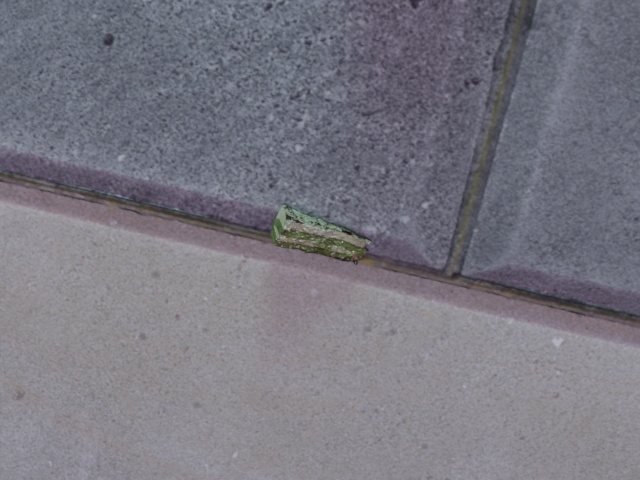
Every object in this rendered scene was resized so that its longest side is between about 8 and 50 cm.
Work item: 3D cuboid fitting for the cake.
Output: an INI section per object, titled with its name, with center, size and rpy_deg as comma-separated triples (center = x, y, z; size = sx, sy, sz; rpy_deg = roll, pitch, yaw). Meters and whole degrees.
[cake]
center = 0.000, 0.000, 2.082
size = 0.140, 0.055, 0.051
rpy_deg = 21, 117, -5
